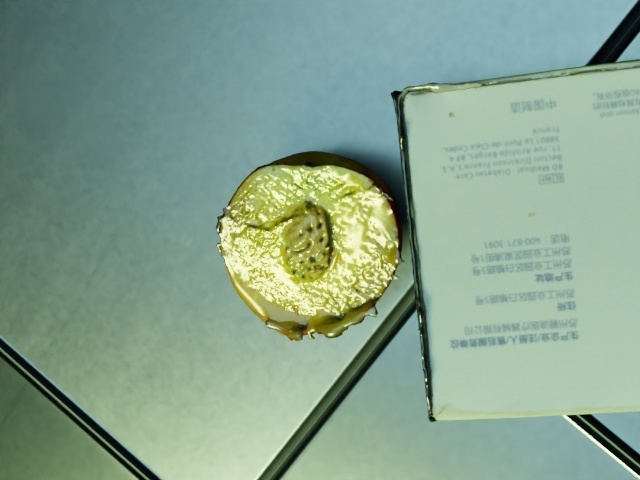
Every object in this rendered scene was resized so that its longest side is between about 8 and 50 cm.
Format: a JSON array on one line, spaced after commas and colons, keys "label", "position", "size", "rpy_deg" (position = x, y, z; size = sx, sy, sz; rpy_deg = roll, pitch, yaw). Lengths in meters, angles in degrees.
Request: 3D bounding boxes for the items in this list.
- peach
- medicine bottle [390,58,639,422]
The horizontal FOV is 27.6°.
[{"label": "peach", "position": [0.000, -0.001, 0.653], "size": [0.098, 0.061, 0.098], "rpy_deg": [5, 111, 14]}, {"label": "medicine bottle", "position": [0.141, 0.000, 0.618], "size": [0.201, 0.052, 0.171], "rpy_deg": [-6, 94, 15]}]
